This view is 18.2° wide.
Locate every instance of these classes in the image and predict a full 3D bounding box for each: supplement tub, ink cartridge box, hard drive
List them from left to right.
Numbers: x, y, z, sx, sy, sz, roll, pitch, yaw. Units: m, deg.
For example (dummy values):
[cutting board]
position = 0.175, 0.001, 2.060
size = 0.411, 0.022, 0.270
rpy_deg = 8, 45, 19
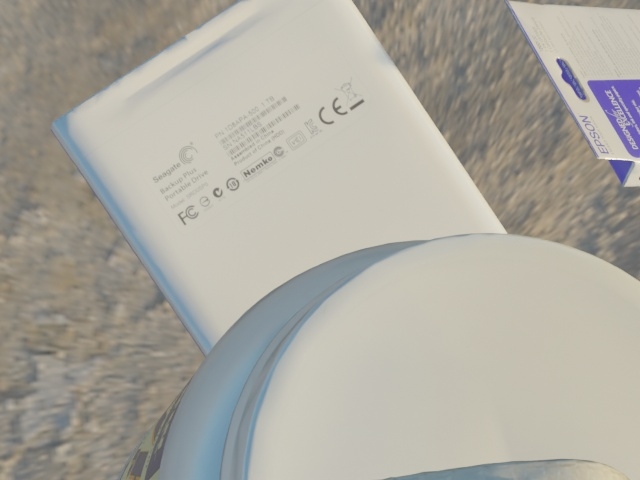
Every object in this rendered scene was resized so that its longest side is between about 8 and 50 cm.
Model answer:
[hard drive]
position = 0.000, 0.000, 1.307
size = 0.210, 0.040, 0.319
rpy_deg = -34, 93, -11
[supplement tub]
position = 0.033, 0.134, 0.864
size = 0.235, 0.325, 0.235
rpy_deg = 4, 74, -12
[ink cartridge box]
position = 0.285, -0.138, 1.868
size = 0.208, 0.045, 0.206
rpy_deg = 0, 50, -33

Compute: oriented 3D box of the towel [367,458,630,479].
[towel]
position = -0.059, 0.150, 0.390
size = 0.282, 0.049, 0.187
rpy_deg = -8, 59, 0
